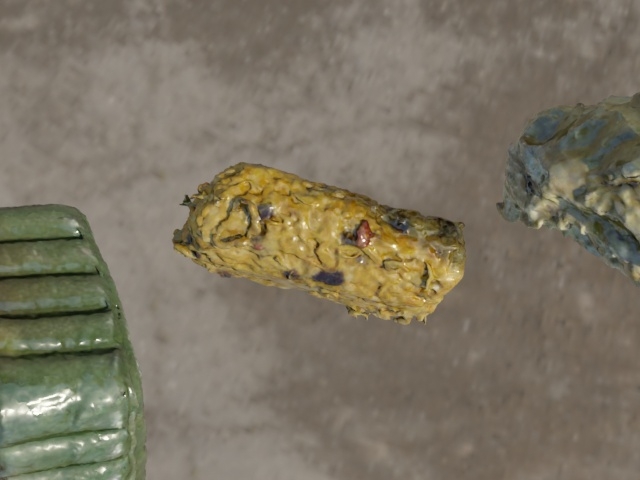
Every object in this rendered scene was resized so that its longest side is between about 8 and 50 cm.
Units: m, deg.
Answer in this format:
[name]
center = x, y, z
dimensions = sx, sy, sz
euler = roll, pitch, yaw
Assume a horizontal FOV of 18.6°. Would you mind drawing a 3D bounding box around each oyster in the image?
[oyster]
center = 0.180, -0.037, 1.174
dimensions = 0.072, 0.209, 0.132
euler = 2, 111, -28

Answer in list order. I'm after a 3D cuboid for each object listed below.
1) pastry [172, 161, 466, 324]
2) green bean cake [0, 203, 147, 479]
[pastry]
center = 0.000, 0.000, 0.988
dimensions = 0.140, 0.056, 0.080
euler = 16, 151, -12
[green bean cake]
center = -0.165, 0.085, 1.193
dimensions = 0.094, 0.173, 0.181
euler = -9, 137, -15
